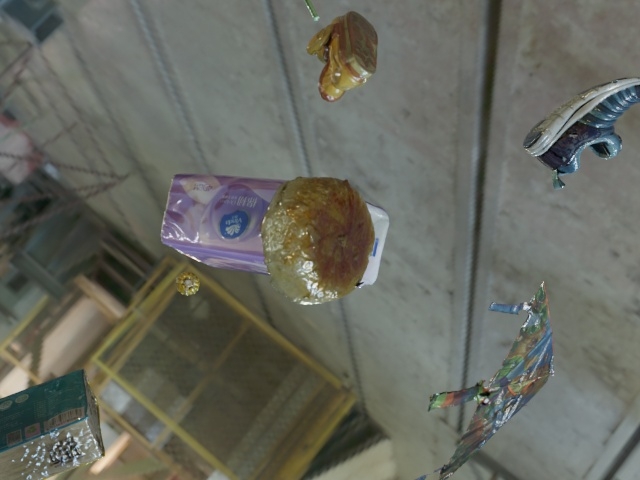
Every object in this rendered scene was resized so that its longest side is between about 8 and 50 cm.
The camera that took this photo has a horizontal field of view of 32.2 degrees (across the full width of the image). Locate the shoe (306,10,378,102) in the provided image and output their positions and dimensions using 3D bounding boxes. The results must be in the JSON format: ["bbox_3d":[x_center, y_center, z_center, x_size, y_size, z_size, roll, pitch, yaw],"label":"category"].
[{"bbox_3d":[0.021,-0.196,1.165,0.072,0.069,0.109,20,-142,-43],"label":"shoe"}]

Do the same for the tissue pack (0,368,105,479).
[{"bbox_3d":[-0.365,0.249,1.413,0.120,0.169,0.082,-120,11,-60],"label":"tissue pack"}]

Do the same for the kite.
[{"bbox_3d":[0.121,0.102,0.776,0.160,0.182,0.010,-3,-145,-49],"label":"kite"}]

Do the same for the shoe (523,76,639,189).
[{"bbox_3d":[0.399,-0.166,1.627,0.106,0.207,0.091,52,172,-6],"label":"shoe"}]

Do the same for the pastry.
[{"bbox_3d":[0.000,0.000,1.593,0.093,0.182,0.192,-1,180,37],"label":"pastry"}]

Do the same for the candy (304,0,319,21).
[{"bbox_3d":[-0.033,-0.355,1.526,0.062,0.058,0.194,60,-175,-47],"label":"candy"}]

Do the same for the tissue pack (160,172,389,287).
[{"bbox_3d":[-0.085,-0.017,1.964,0.338,0.160,0.242,6,171,37],"label":"tissue pack"}]

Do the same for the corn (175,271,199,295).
[{"bbox_3d":[-0.203,0.065,1.691,0.037,0.037,0.092,43,177,-7],"label":"corn"}]
